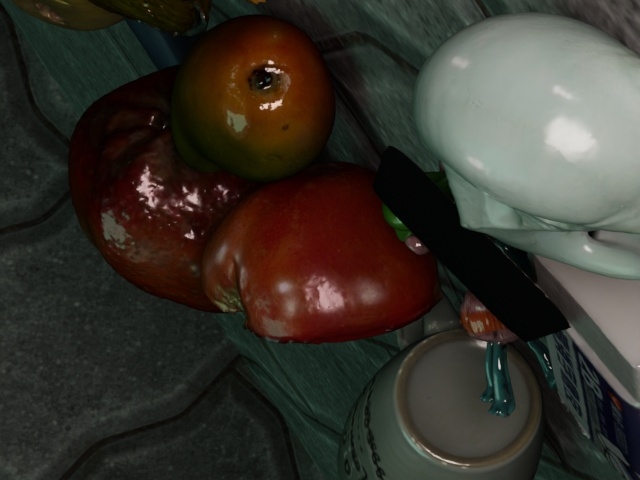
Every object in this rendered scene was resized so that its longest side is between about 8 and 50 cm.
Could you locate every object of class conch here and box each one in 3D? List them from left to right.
[{"bbox_3d":[0.139,-0.044,1.050,0.185,0.121,0.221,48,176,14],"label":"conch"}]

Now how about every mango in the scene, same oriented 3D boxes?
[{"bbox_3d":[-0.068,-0.127,1.700,0.289,0.129,0.146,14,124,68],"label":"mango"}]

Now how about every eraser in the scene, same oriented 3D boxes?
[{"bbox_3d":[0.209,0.083,1.316,0.124,0.068,0.210,54,172,33],"label":"eraser"}]

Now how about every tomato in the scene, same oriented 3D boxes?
[{"bbox_3d":[0.000,0.000,1.725,0.233,0.200,0.139,23,120,54],"label":"tomato"}]

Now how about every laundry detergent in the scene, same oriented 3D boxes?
[{"bbox_3d":[-0.150,-0.199,2.088,0.097,0.061,0.206,25,152,55],"label":"laundry detergent"}]

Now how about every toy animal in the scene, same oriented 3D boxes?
[{"bbox_3d":[0.131,0.036,1.499,0.103,0.100,0.208,-1,118,51],"label":"toy animal"}]

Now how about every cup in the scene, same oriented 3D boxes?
[{"bbox_3d":[0.112,0.145,1.789,0.234,0.186,0.258,102,159,-67],"label":"cup"}]

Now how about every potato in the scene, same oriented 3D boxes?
[{"bbox_3d":[-0.243,-0.286,1.933,0.150,0.146,0.234,54,164,-6],"label":"potato"}]

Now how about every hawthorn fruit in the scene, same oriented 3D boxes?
[{"bbox_3d":[-0.125,-0.026,1.977,0.254,0.254,0.300,46,156,39],"label":"hawthorn fruit"}]

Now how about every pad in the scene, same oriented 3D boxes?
[{"bbox_3d":[0.063,-0.067,1.326,0.323,0.055,0.250,64,176,4],"label":"pad"}]

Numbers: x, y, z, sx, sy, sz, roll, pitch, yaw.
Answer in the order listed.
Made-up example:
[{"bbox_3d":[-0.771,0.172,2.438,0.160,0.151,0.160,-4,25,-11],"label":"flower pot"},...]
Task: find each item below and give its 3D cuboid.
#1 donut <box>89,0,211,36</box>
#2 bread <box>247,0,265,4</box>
[{"bbox_3d":[-0.195,-0.284,1.693,0.272,0.107,0.272,26,175,3],"label":"donut"},{"bbox_3d":[-0.102,-0.288,1.411,0.235,0.099,0.210,59,169,-31],"label":"bread"}]
